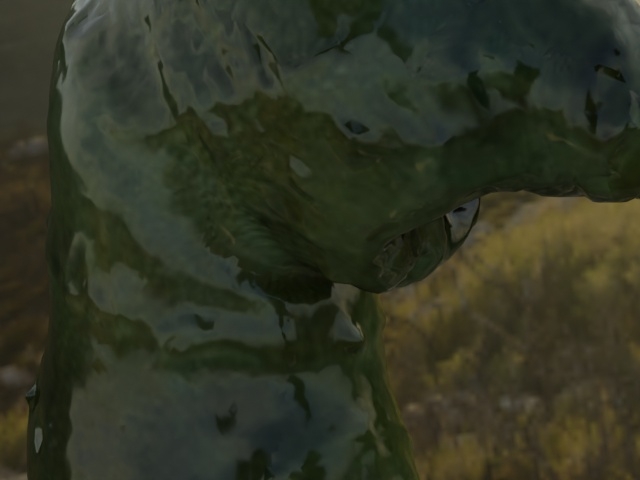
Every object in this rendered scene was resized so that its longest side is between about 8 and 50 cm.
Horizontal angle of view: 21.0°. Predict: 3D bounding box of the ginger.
[{"bbox_3d":[-0.001,-0.005,0.363,0.137,0.290,0.089,19,13,17],"label":"ginger"}]
